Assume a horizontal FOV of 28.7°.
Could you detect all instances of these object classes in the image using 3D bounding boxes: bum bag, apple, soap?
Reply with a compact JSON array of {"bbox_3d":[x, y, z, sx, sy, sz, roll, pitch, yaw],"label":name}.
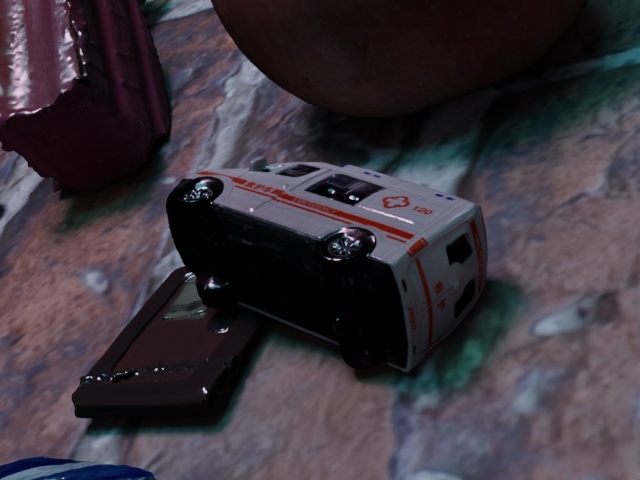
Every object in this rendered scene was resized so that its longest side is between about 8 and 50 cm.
[{"bbox_3d":[-0.086,0.064,0.831,0.109,0.026,0.159,-5,31,28],"label":"bum bag"},{"bbox_3d":[0.063,-0.228,0.968,0.305,0.235,0.306,-19,29,11],"label":"apple"},{"bbox_3d":[-0.223,-0.179,1.124,0.112,0.182,0.289,-20,56,8],"label":"soap"}]

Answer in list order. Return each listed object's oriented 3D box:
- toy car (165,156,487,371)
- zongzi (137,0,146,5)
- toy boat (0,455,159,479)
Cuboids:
[{"bbox_3d":[0.000,0.000,0.786,0.209,0.089,0.108,18,45,38],"label":"toy car"},{"bbox_3d":[-0.323,-0.245,1.372,0.256,0.115,0.228,1,42,39],"label":"zongzi"},{"bbox_3d":[-0.129,0.201,0.612,0.291,0.070,0.210,10,49,38],"label":"toy boat"}]
